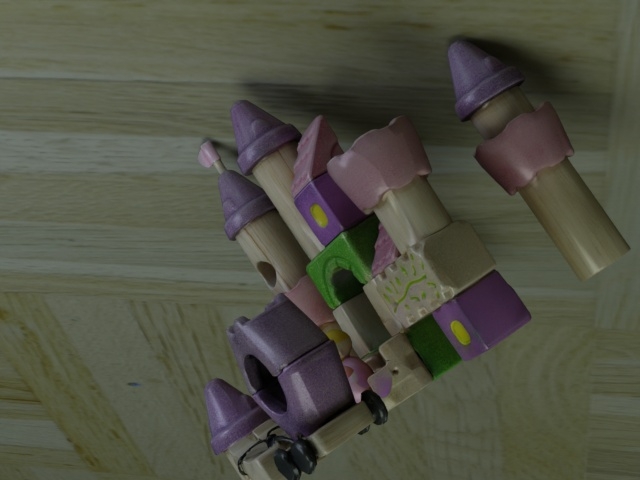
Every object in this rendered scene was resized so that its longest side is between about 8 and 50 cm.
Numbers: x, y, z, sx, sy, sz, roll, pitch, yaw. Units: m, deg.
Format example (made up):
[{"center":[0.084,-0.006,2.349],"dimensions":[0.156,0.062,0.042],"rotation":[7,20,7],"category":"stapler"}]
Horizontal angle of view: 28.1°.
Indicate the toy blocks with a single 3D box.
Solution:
[{"center":[0.000,0.000,0.932],"dimensions":[0.260,0.309,0.288],"rotation":[57,152,5],"category":"toy blocks"}]
